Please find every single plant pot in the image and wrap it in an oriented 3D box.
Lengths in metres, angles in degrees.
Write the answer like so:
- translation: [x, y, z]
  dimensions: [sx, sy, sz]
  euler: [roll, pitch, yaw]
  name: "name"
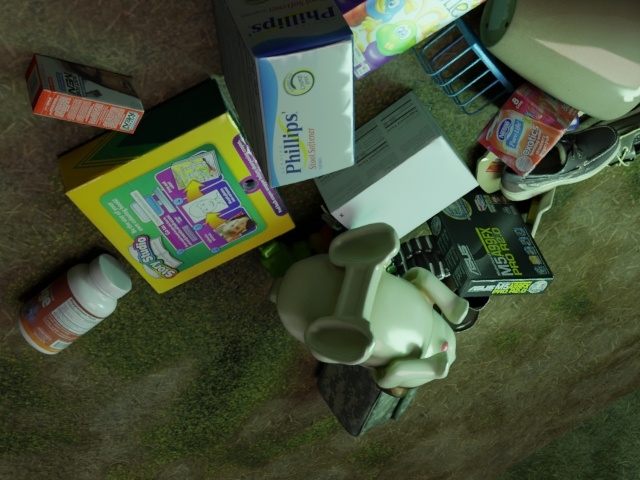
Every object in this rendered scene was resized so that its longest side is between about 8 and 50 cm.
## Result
- translation: [0.440, -0.377, 1.605]
  dimensions: [0.274, 0.256, 0.256]
  euler: [12, 131, -18]
  name: "plant pot"

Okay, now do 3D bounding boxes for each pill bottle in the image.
- translation: [-0.488, 0.123, 1.756]
  dimensions: [0.216, 0.121, 0.121]
  euler: [-36, 142, 13]
  name: "pill bottle"

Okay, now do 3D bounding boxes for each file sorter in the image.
- translation: [0.261, -0.329, 1.636]
  dimensions: [0.104, 0.118, 0.170]
  euler: [-35, 142, 20]
  name: "file sorter"

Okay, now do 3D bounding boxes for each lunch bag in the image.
- translation: [0.169, 0.342, 2.330]
  dimensions: [0.256, 0.212, 0.305]
  euler: [-21, 147, -34]
  name: "lunch bag"

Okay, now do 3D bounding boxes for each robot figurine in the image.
- translation: [-0.087, 0.049, 1.918]
  dimensions: [0.067, 0.101, 0.115]
  euler: [-38, 117, -4]
  name: "robot figurine"

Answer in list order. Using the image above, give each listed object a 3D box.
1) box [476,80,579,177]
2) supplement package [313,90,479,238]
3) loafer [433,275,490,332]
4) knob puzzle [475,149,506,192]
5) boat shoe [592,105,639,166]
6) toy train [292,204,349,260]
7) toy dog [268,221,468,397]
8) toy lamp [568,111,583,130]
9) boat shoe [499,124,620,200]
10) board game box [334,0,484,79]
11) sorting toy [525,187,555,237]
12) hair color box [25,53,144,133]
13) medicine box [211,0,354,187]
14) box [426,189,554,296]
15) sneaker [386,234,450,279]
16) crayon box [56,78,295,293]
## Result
- translation: [0.416, -0.237, 1.725]
  dimensions: [0.128, 0.123, 0.257]
  euler: [-53, 174, 31]
  name: "box"
- translation: [0.149, -0.132, 1.785]
  dimensions: [0.262, 0.145, 0.204]
  euler: [-34, 142, 13]
  name: "supplement package"
- translation: [0.358, 0.141, 2.242]
  dimensions: [0.134, 0.130, 0.365]
  euler: [-21, 143, -6]
  name: "loafer"
- translation: [0.419, -0.183, 1.966]
  dimensions: [0.213, 0.030, 0.213]
  euler: [-20, 147, -14]
  name: "knob puzzle"
- translation: [0.703, -0.228, 2.022]
  dimensions: [0.305, 0.091, 0.109]
  euler: [-28, 143, 4]
  name: "boat shoe"
- translation: [0.000, 0.000, 1.910]
  dimensions: [0.143, 0.105, 0.248]
  euler: [-23, 145, 20]
  name: "toy train"
- translation: [0.119, 0.193, 1.851]
  dimensions: [0.396, 0.284, 0.408]
  euler: [-12, 148, 38]
  name: "toy dog"
- translation: [0.601, -0.302, 1.892]
  dimensions: [0.275, 0.080, 0.080]
  euler: [-24, 143, -6]
  name: "toy lamp"
- translation: [0.527, -0.180, 1.931]
  dimensions: [0.285, 0.102, 0.092]
  euler: [-23, 152, 2]
  name: "boat shoe"
- translation: [0.128, -0.417, 1.432]
  dimensions: [0.275, 0.142, 0.144]
  euler: [-31, 143, 8]
  name: "board game box"
- translation: [0.502, -0.072, 2.053]
  dimensions: [0.038, 0.193, 0.208]
  euler: [19, 140, 8]
  name: "sorting toy"
- translation: [-0.377, -0.234, 1.410]
  dimensions: [0.167, 0.093, 0.053]
  euler: [9, 132, -37]
  name: "hair color box"
- translation: [-0.062, -0.280, 1.367]
  dimensions: [0.149, 0.289, 0.263]
  euler: [-17, 142, -11]
  name: "medicine box"
- translation: [0.365, 0.002, 1.951]
  dimensions: [0.216, 0.270, 0.060]
  euler: [1, 138, -23]
  name: "box"
- translation: [0.196, 0.056, 2.055]
  dimensions: [0.282, 0.106, 0.162]
  euler: [-15, 177, 7]
  name: "sneaker"
- translation: [-0.255, -0.086, 1.647]
  dimensions: [0.313, 0.106, 0.363]
  euler: [-25, 143, 3]
  name: "crayon box"
